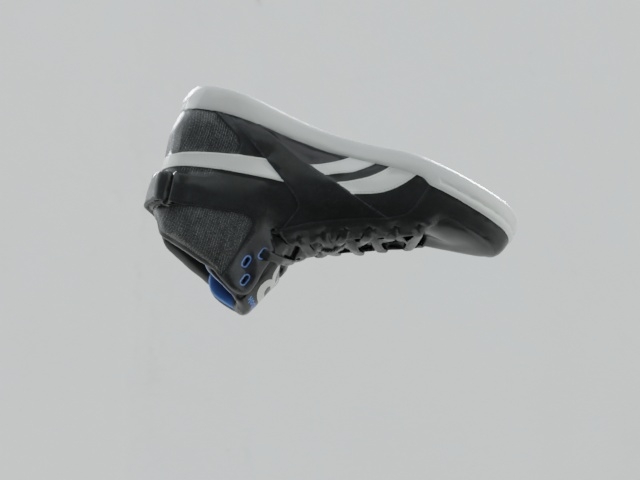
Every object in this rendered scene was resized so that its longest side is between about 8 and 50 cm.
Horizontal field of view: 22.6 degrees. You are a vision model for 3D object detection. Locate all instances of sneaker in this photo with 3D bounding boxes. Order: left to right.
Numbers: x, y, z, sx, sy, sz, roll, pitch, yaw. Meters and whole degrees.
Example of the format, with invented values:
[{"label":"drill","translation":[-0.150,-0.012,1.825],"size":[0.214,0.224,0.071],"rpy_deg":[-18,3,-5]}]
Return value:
[{"label":"sneaker","translation":[0.000,0.000,0.963],"size":[0.217,0.079,0.121],"rpy_deg":[20,-106,4]}]
